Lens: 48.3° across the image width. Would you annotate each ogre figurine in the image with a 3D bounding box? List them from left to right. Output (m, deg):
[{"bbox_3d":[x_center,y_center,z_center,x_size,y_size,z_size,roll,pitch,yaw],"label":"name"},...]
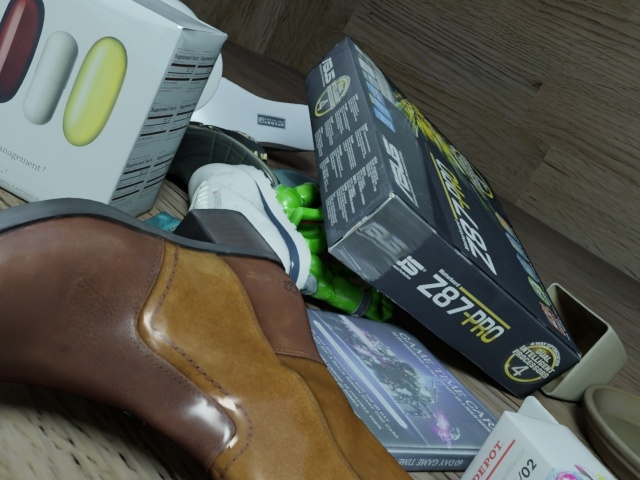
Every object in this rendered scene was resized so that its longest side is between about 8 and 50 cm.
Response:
[{"bbox_3d":[0.000,0.000,0.779,0.118,0.096,0.197,11,63,-38],"label":"ogre figurine"}]

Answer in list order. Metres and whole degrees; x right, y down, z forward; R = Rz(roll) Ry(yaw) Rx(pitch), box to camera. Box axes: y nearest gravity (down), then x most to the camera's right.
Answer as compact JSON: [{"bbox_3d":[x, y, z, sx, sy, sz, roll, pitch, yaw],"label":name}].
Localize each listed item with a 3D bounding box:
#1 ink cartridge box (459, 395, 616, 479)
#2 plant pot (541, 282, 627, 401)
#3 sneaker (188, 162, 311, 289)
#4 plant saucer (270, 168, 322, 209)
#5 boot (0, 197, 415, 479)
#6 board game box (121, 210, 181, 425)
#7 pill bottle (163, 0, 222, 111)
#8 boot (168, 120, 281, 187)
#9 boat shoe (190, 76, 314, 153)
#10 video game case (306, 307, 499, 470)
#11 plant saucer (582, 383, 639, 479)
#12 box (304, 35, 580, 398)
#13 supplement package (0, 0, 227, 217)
[{"bbox_3d":[0.133,0.180,0.429,0.061,0.104,0.181,20,16,-28],"label":"ink cartridge box"},{"bbox_3d":[0.315,0.139,0.893,0.096,0.109,0.109,33,10,-32],"label":"plant pot"},{"bbox_3d":[-0.098,-0.022,0.730,0.094,0.090,0.235,6,24,-33],"label":"sneaker"},{"bbox_3d":[-0.018,-0.067,1.091,0.194,0.037,0.195,26,16,-8],"label":"plant saucer"},{"bbox_3d":[-0.060,0.115,0.357,0.264,0.096,0.280,1,50,-57],"label":"boot"},{"bbox_3d":[-0.118,0.043,0.510,0.126,0.026,0.186,31,27,12],"label":"board game box"},{"bbox_3d":[-0.263,-0.274,1.022,0.169,0.169,0.301,14,14,-41],"label":"pill bottle"},{"bbox_3d":[-0.109,-0.098,0.924,0.236,0.085,0.178,27,15,27],"label":"boot"},{"bbox_3d":[-0.133,-0.209,1.249,0.301,0.108,0.102,6,-8,-27],"label":"boat shoe"},{"bbox_3d":[0.029,0.117,0.603,0.274,0.026,0.196,16,19,-40],"label":"video game case"},{"bbox_3d":[0.403,0.256,0.774,0.277,0.041,0.278,26,15,-7],"label":"plant saucer"},{"bbox_3d":[0.127,-0.043,0.860,0.318,0.097,0.395,37,25,-27],"label":"box"},{"bbox_3d":[-0.229,-0.148,0.672,0.194,0.203,0.149,28,15,0],"label":"supplement package"}]
